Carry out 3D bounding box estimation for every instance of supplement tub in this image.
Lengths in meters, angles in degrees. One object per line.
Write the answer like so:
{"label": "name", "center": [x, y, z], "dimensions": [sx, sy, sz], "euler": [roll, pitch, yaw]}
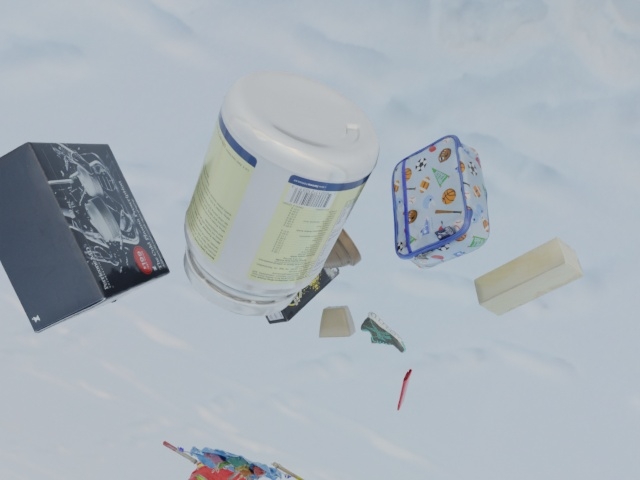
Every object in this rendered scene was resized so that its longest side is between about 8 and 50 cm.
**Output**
{"label": "supplement tub", "center": [-0.074, -0.064, 1.033], "dimensions": [0.235, 0.235, 0.325], "euler": [28, 127, 1]}

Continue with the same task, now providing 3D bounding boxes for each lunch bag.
{"label": "lunch bag", "center": [0.276, -0.085, 1.635], "dimensions": [0.115, 0.304, 0.243], "euler": [26, 144, -38]}

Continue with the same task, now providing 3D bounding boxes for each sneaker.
{"label": "sneaker", "center": [0.194, 0.302, 2.120], "dimensions": [0.166, 0.076, 0.065], "euler": [41, 175, 22]}
{"label": "sneaker", "center": [-0.290, 0.591, 1.621], "dimensions": [0.279, 0.118, 0.107], "euler": [2, 136, -37]}

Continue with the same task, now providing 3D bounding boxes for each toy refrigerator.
{"label": "toy refrigerator", "center": [0.565, 0.100, 1.859], "dimensions": [0.102, 0.094, 0.269], "euler": [28, 134, -36]}

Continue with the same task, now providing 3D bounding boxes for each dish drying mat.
{"label": "dish drying mat", "center": [0.146, 0.261, 1.185], "dimensions": [0.008, 0.032, 0.083], "euler": [20, 133, 16]}

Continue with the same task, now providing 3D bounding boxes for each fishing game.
{"label": "fishing game", "center": [-0.165, 0.436, 1.294], "dimensions": [0.264, 0.041, 0.189], "euler": [3, 150, 23]}

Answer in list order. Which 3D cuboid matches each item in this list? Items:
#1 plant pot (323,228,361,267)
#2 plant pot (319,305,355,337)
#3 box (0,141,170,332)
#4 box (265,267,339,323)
{"label": "plant pot", "center": [0.000, 0.000, 1.937], "dimensions": [0.237, 0.109, 0.237], "euler": [49, 173, 9]}
{"label": "plant pot", "center": [0.056, 0.275, 2.317], "dimensions": [0.109, 0.096, 0.109], "euler": [-3, -179, 14]}
{"label": "box", "center": [-0.526, -0.020, 1.455], "dimensions": [0.178, 0.312, 0.343], "euler": [-25, 92, 14]}
{"label": "box", "center": [-0.128, 0.014, 2.126], "dimensions": [0.097, 0.318, 0.395], "euler": [-15, 106, 39]}
